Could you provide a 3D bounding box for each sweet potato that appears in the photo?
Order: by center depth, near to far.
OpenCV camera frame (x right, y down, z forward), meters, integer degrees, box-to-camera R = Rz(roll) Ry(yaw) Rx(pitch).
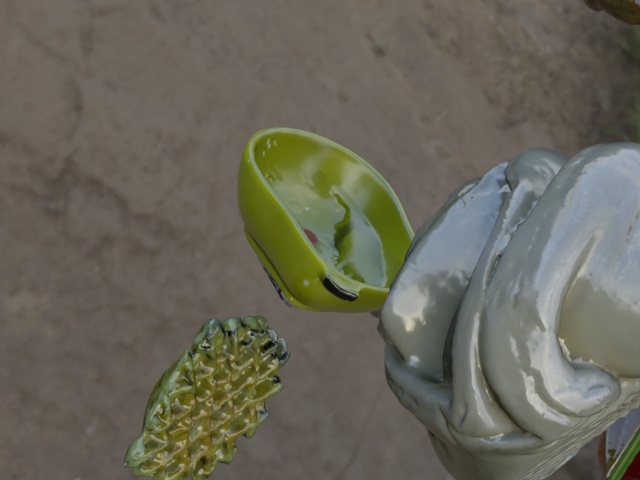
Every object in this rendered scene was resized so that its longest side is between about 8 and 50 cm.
[{"bbox_3d":[0.402,-0.323,1.928,0.054,0.182,0.053,-18,115,-16],"label":"sweet potato"}]

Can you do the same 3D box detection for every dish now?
[{"bbox_3d":[0.000,0.000,1.619,0.221,0.108,0.262,5,45,-44],"label":"dish"}]

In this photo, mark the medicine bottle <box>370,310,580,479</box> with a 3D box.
[{"bbox_3d":[0.205,0.177,1.930,0.322,0.151,0.151,55,41,2],"label":"medicine bottle"}]

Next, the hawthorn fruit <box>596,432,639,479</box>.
[{"bbox_3d":[0.505,0.326,1.942,0.254,0.254,0.300,38,25,-18],"label":"hawthorn fruit"}]

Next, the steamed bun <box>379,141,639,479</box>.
[{"bbox_3d":[0.200,0.051,1.280,0.342,0.368,0.255,-32,73,-19],"label":"steamed bun"}]

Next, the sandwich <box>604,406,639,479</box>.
[{"bbox_3d":[0.341,0.229,1.698,0.074,0.074,0.116,28,72,27],"label":"sandwich"}]

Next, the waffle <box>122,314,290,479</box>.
[{"bbox_3d":[-0.125,0.180,1.629,0.054,0.223,0.204,34,4,32],"label":"waffle"}]
